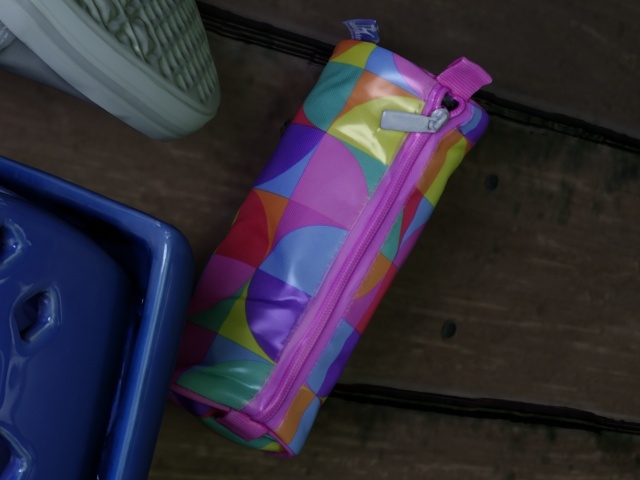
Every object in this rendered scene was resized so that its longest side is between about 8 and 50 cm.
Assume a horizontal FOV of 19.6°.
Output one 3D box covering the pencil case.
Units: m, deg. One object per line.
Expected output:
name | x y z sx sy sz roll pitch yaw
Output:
pencil case | 0.000 0.000 1.003 0.104 0.104 0.236 35 81 -41

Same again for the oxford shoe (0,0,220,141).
oxford shoe | -0.203 -0.157 0.771 0.130 0.169 0.449 -33 144 21

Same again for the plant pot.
plant pot | -0.196 0.063 0.775 0.212 0.236 0.236 7 98 -47
